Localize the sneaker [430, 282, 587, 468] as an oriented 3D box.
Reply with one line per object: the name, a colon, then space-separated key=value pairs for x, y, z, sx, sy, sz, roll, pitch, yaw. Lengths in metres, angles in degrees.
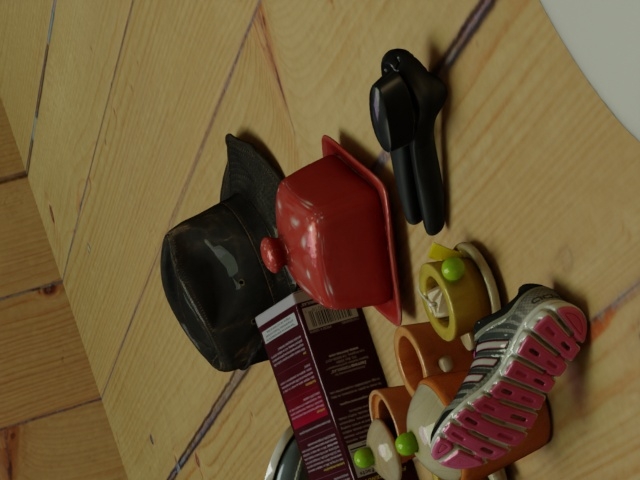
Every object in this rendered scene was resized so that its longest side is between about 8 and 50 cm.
sneaker: x=0.140 y=0.102 z=1.467 sx=0.170 sy=0.063 sz=0.075 roll=-56 pitch=25 yaw=20

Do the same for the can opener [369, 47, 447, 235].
can opener: x=0.075 y=-0.082 z=1.601 sx=0.059 sy=0.073 sz=0.186 roll=47 pitch=159 yaw=41

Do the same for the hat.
hat: x=-0.109 y=0.049 z=2.185 sx=0.331 sy=0.134 sz=0.331 roll=164 pitch=90 yaw=-74

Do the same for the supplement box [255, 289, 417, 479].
supplement box: x=0.017 y=0.171 z=1.977 sx=0.130 sy=0.073 sz=0.239 roll=-34 pitch=73 yaw=66

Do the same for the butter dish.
butter dish: x=0.000 y=0.000 z=1.809 sx=0.160 sy=0.118 sz=0.160 roll=-134 pitch=33 yaw=-58

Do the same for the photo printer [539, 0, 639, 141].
photo printer: x=0.190 y=-0.207 z=1.019 sx=0.307 sy=0.107 sz=0.256 roll=103 pitch=146 yaw=-59

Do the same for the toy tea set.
toy tea set: x=0.088 y=0.156 z=1.657 sx=0.336 sy=0.124 sz=0.200 roll=104 pitch=146 yaw=-59

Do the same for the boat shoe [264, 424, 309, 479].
boat shoe: x=-0.008 y=0.366 z=2.279 sx=0.099 sy=0.116 sz=0.319 roll=12 pitch=119 yaw=22
